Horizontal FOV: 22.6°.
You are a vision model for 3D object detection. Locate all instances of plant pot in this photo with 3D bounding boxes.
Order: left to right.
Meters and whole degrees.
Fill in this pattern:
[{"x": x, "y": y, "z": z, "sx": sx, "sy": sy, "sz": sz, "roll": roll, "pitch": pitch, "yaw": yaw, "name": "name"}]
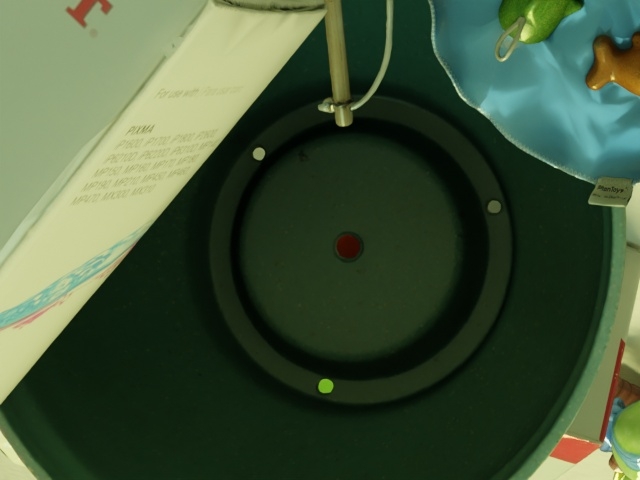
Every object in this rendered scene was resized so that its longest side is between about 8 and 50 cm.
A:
[{"x": 0.000, "y": 0.000, "z": 0.760, "sx": 0.293, "sy": 0.293, "sz": 0.196, "roll": 11, "pitch": -179, "yaw": 13, "name": "plant pot"}]

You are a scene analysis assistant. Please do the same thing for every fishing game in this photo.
[{"x": 0.117, "y": -0.101, "z": 0.586, "sx": 0.264, "sy": 0.041, "sz": 0.189, "roll": 2, "pitch": 111, "yaw": 19, "name": "fishing game"}]

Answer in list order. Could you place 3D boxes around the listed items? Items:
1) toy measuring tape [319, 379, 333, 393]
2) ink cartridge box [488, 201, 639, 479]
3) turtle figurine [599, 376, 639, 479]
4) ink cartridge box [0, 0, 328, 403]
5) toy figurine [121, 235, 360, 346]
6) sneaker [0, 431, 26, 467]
[{"x": -0.041, "y": 0.116, "z": 1.119, "sx": 0.121, "sy": 0.121, "sz": 0.330, "roll": -1, "pitch": 164, "yaw": 34, "name": "toy measuring tape"}, {"x": 0.094, "y": 0.072, "z": 0.966, "sx": 0.127, "sy": 0.128, "sz": 0.176, "roll": 19, "pitch": 154, "yaw": -5, "name": "ink cartridge box"}, {"x": 0.293, "y": 0.212, "z": 1.045, "sx": 0.275, "sy": 0.197, "sz": 0.266, "roll": 7, "pitch": 157, "yaw": 29, "name": "turtle figurine"}, {"x": -0.182, "y": -0.051, "z": 0.623, "sx": 0.226, "sy": 0.306, "sz": 0.131, "roll": 45, "pitch": -164, "yaw": 9, "name": "ink cartridge box"}, {"x": -0.089, "y": 0.052, "z": 0.948, "sx": 0.148, "sy": 0.209, "sz": 0.213, "roll": -16, "pitch": 138, "yaw": 37, "name": "toy figurine"}, {"x": -0.192, "y": 0.026, "z": 1.091, "sx": 0.147, "sy": 0.129, "sz": 0.330, "roll": -13, "pitch": 138, "yaw": 10, "name": "sneaker"}]
